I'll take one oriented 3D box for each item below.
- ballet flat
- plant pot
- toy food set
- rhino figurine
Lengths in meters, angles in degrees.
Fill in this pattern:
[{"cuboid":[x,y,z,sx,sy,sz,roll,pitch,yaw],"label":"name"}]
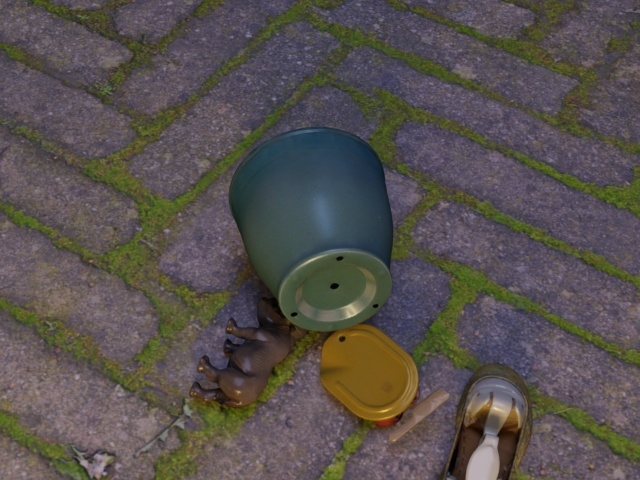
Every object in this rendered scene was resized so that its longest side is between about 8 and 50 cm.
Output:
[{"cuboid":[0.252,0.300,1.574,0.123,0.123,0.348,17,49,11],"label":"ballet flat"},{"cuboid":[0.000,0.000,1.709,0.272,0.271,0.255,-6,44,-9],"label":"plant pot"},{"cuboid":[0.095,0.229,1.667,0.128,0.071,0.218,-45,59,-8],"label":"toy food set"},{"cuboid":[-0.107,0.173,1.693,0.106,0.073,0.243,21,48,16],"label":"rhino figurine"}]
